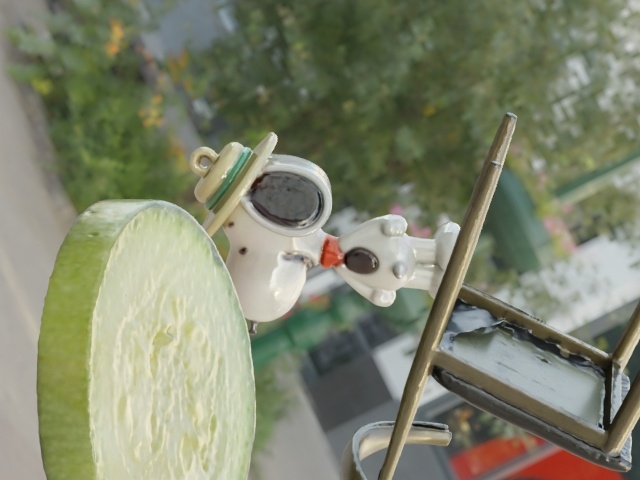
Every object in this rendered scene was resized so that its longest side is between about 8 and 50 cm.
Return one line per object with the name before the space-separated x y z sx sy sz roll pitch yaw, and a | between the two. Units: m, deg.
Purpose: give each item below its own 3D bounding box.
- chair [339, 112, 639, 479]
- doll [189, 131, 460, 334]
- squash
chair | 0.139 0.080 1.170 0.166 0.272 0.188 25 19 2
doll | 0.009 -0.019 1.802 0.144 0.271 0.208 -98 179 -75
squash | -0.111 0.099 1.135 0.252 0.048 0.252 -4 90 -71
